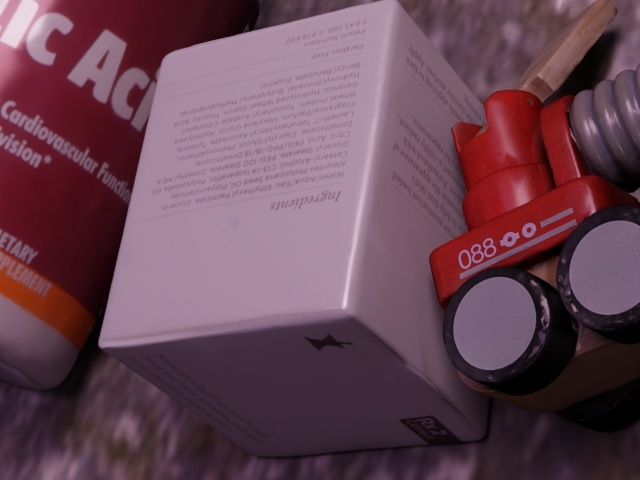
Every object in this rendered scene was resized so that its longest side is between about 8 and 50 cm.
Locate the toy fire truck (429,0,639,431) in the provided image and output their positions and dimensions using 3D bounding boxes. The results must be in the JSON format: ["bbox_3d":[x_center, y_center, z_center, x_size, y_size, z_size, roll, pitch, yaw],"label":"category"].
[{"bbox_3d":[0.159,-0.053,0.763,0.217,0.158,0.246,-28,59,28],"label":"toy fire truck"}]

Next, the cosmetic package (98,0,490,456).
[{"bbox_3d":[0.000,0.000,0.827,0.151,0.151,0.183,-9,57,31],"label":"cosmetic package"}]

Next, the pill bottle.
[{"bbox_3d":[-0.171,-0.125,0.976,0.224,0.224,0.392,14,72,39],"label":"pill bottle"}]
